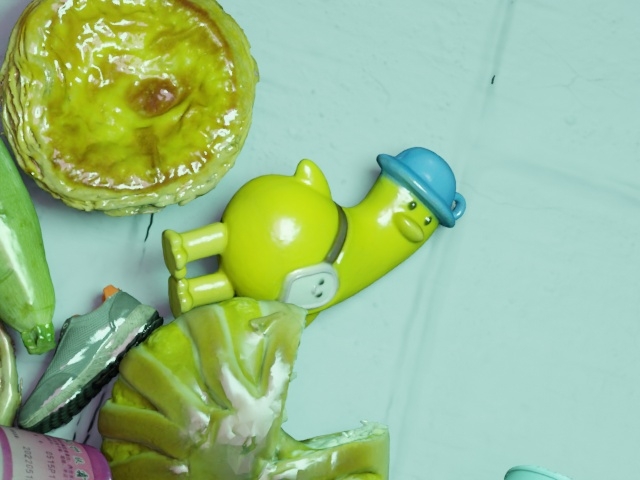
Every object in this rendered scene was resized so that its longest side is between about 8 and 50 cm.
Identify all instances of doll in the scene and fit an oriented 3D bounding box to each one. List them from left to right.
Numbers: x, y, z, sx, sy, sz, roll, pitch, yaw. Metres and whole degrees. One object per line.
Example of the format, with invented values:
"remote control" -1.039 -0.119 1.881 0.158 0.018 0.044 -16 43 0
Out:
"doll" 0.000 0.000 1.976 0.363 0.145 0.199 -15 120 -23

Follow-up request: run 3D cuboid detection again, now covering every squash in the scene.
"squash" -0.368 -0.052 1.900 0.118 0.118 0.371 -27 79 -16

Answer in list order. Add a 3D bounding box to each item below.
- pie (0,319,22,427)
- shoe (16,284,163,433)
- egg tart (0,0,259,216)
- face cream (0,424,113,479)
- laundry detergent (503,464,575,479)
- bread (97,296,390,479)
"pie" -0.446 0.151 1.879 0.274 0.055 0.274 3 77 -11
"shoe" -0.257 0.125 1.920 0.077 0.074 0.194 43 69 10
"egg tart" -0.210 -0.157 1.969 0.294 0.116 0.295 3 74 -10
"face cream" -0.325 0.268 1.783 0.195 0.175 0.175 18 73 -31
"laundry detergent" 0.215 0.432 1.826 0.287 0.287 0.305 40 73 0
"bread" -0.079 0.231 1.852 0.333 0.160 0.333 0 93 -9
